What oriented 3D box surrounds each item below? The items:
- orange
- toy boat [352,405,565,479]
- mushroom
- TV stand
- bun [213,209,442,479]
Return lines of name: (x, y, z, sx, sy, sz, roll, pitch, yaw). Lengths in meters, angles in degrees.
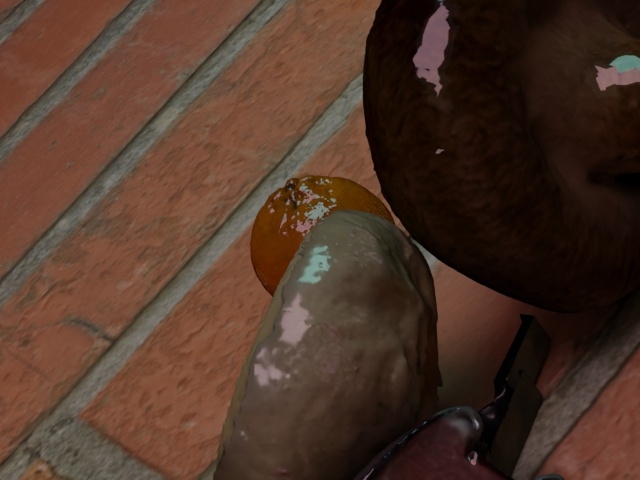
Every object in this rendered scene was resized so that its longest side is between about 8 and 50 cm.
orange: (-0.001, 0.002, 1.761, 0.135, 0.117, 0.135, -34, 31, 24)
toy boat: (0.074, 0.230, 1.384, 0.227, 0.155, 0.085, -49, -5, -26)
mushroom: (0.208, -0.099, 1.497, 0.331, 0.334, 0.356, -46, 22, -10)
TV stand: (0.126, 0.162, 1.497, 0.042, 0.036, 0.249, -7, 44, 42)
bun: (0.020, 0.116, 1.500, 0.146, 0.287, 0.287, 20, 54, 6)
